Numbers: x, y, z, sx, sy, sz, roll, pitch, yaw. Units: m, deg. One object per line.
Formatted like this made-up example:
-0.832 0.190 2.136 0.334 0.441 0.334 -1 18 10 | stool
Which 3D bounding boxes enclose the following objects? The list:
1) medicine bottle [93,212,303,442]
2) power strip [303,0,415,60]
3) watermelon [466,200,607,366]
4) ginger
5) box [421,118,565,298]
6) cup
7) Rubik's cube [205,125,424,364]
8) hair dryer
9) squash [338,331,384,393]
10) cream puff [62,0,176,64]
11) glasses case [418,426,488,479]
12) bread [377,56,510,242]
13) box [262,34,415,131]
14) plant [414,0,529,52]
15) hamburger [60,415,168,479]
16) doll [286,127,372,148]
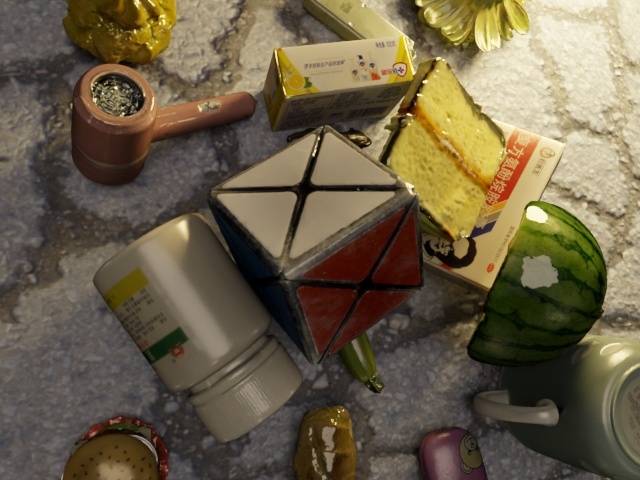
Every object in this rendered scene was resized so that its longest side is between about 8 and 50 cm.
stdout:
-0.195 0.145 0.865 0.208 0.208 0.339 -34 91 -16 | medicine bottle
0.083 -0.458 1.099 0.272 0.052 0.078 35 76 -8 | power strip
0.411 0.104 0.941 0.189 0.331 0.330 19 75 30 | watermelon
0.012 0.432 0.934 0.109 0.116 0.262 -8 89 26 | ginger
0.320 -0.082 1.054 0.214 0.069 0.353 27 77 21 | box
0.480 0.308 0.977 0.357 0.274 0.259 1 82 -15 | cup
0.000 0.000 0.867 0.255 0.259 0.260 -33 52 -17 | Rubik's cube
-0.257 -0.227 0.920 0.353 0.210 0.125 -24 83 -30 | hair dryer
0.052 0.176 0.997 0.066 0.066 0.252 -20 87 -16 | squash
-0.349 -0.426 0.926 0.195 0.195 0.220 22 81 -10 | cream puff
0.272 0.524 0.997 0.123 0.076 0.316 -9 85 -15 | glasses case
0.218 -0.161 0.939 0.198 0.236 0.263 17 72 27 | bread
0.032 -0.302 1.008 0.265 0.168 0.097 -12 82 -14 | box
0.336 -0.580 1.113 0.261 0.297 0.305 35 91 24 | plant
-0.333 0.378 0.838 0.175 0.137 0.175 3 79 -15 | hamburger
0.028 -0.195 1.021 0.139 0.165 0.057 9 115 24 | doll
